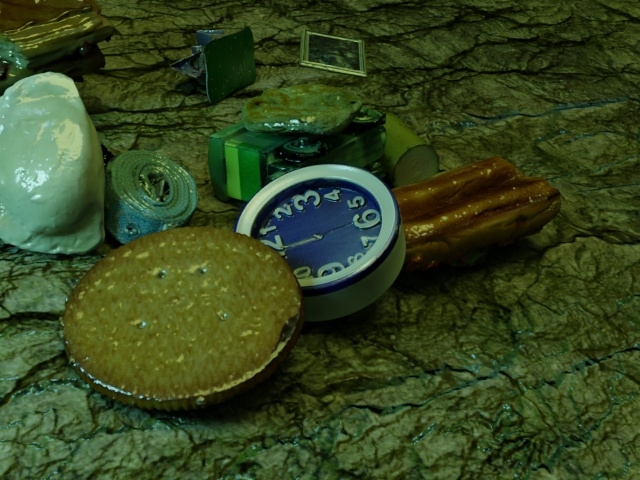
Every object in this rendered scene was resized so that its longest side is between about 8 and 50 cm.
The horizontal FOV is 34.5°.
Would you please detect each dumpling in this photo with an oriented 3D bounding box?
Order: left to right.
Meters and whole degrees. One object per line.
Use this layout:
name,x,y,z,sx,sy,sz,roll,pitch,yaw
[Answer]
dumpling,-0.382,-0.100,1.384,0.179,0.252,0.131,-7,3,-13

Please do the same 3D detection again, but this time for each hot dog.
hot dog,0.213,-0.030,1.567,0.349,0.117,0.158,-20,42,-37

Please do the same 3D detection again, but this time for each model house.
model house,-0.200,-0.328,1.902,0.088,0.117,0.167,10,30,27

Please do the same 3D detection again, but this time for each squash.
squash,0.120,-0.162,1.764,0.095,0.095,0.188,-6,34,-26

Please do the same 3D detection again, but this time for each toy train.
toy train,-0.025,-0.137,1.623,0.202,0.120,0.301,15,30,30

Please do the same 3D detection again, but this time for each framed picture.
framed picture,0.027,-0.393,2.149,0.142,0.011,0.183,9,33,-5

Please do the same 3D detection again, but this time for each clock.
clock,0.000,0.000,1.403,0.230,0.083,0.230,-9,49,10

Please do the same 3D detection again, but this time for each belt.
belt,-0.249,-0.055,1.477,0.147,0.082,0.163,28,31,5

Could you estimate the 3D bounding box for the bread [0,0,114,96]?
bread,-0.555,-0.312,1.673,0.370,0.191,0.314,-26,53,-28

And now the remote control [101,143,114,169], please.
remote control,-0.469,-0.083,1.461,0.398,0.062,0.144,-20,46,-40

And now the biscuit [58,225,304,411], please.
biscuit,-0.168,0.091,1.265,0.305,0.038,0.305,-2,43,2

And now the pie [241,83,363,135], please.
pie,-0.030,-0.194,1.553,0.186,0.041,0.187,-3,25,1
